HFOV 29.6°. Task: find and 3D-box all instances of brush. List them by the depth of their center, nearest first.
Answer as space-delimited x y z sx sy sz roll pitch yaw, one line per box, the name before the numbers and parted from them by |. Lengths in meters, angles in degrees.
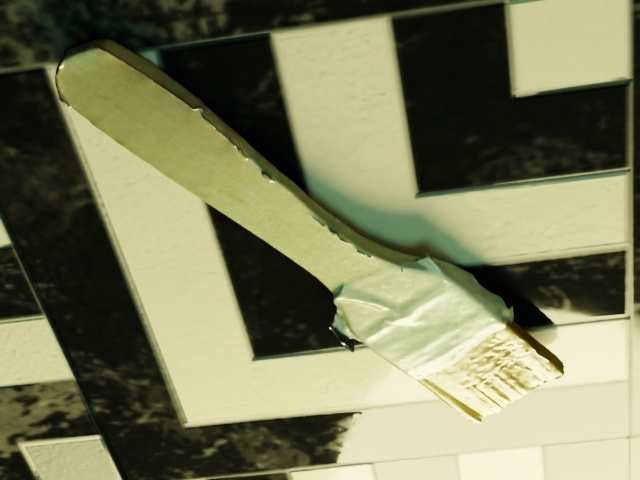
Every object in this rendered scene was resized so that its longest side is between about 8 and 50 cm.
brush | 0.000 0.000 0.646 0.085 0.020 0.336 -35 122 29
